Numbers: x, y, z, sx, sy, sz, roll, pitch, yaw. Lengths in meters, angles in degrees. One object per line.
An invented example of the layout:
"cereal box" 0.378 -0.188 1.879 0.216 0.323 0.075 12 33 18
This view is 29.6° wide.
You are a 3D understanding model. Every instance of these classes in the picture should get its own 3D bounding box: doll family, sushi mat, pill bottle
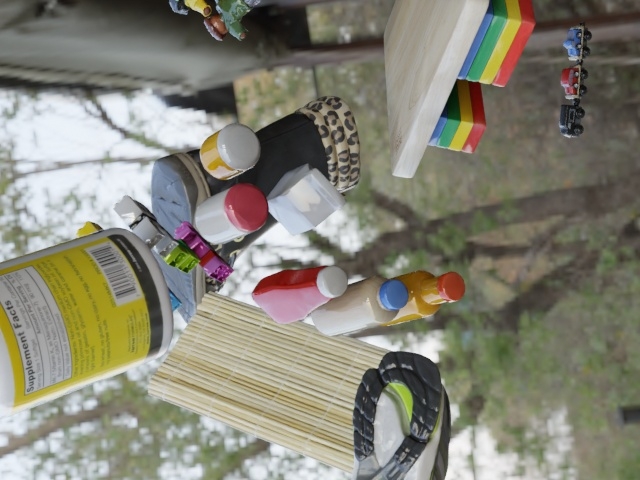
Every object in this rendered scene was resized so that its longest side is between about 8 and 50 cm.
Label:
"doll family" -0.121 -0.280 1.193 0.076 0.111 0.193 12 -132 -43
"sushi mat" -0.037 0.161 1.398 0.151 0.317 0.019 -60 -30 -25
"pill bottle" -0.232 0.071 0.958 0.208 0.119 0.119 -19 -73 -34

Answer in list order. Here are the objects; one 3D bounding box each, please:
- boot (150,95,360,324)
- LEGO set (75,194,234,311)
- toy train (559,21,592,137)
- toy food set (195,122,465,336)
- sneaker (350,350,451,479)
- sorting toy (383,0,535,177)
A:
"boot" -0.096 -0.040 1.714 0.138 0.284 0.377 51 156 25
"LEGO set" -0.176 0.008 1.185 0.093 0.087 0.227 47 -178 16
"toy train" 0.346 -0.221 1.663 0.027 0.036 0.158 -169 83 -68
"toy food set" 0.000 0.000 0.975 0.232 0.104 0.111 47 -123 -16
"sneaker" 0.079 0.268 1.232 0.121 0.111 0.300 32 -107 -61
"sorting toy" 0.152 -0.240 1.352 0.257 0.089 0.255 110 165 -47
